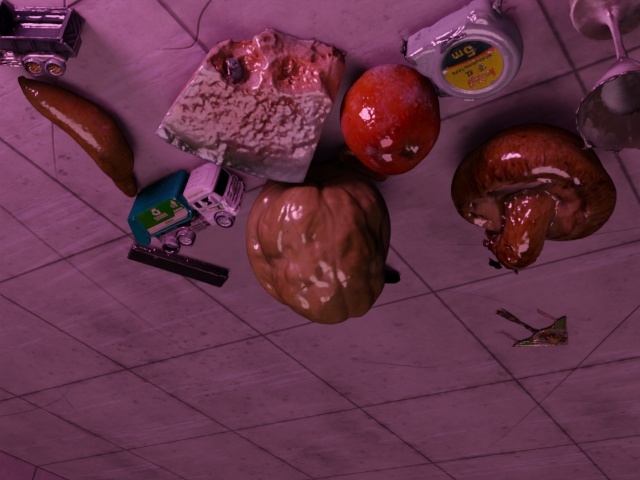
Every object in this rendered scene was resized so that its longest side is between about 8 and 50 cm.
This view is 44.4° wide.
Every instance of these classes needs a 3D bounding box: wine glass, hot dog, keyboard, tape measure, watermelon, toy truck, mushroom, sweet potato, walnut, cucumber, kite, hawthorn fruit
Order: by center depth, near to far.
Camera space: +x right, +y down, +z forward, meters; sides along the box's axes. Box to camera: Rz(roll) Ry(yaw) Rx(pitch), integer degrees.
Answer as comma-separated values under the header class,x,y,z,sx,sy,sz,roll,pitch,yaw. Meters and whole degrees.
class,x,y,z,sx,sy,sz,roll,pitch,yaw
wine glass,0.414,-0.253,1.079,0.156,0.232,0.156,3,143,3
tape measure,0.290,-0.315,1.139,0.330,0.084,0.164,-22,138,32
toy truck,-0.474,-0.322,1.241,0.192,0.083,0.092,2,145,3
hawthorn fruit,0.112,-0.192,1.264,0.172,0.173,0.173,4,145,3
watermelon,-0.124,-0.205,1.294,0.264,0.151,0.302,18,143,-16
mushroom,0.360,-0.079,1.362,0.263,0.195,0.283,18,127,-3
sweet potato,-0.406,-0.183,1.439,0.108,0.079,0.346,19,156,34
walnut,0.001,0.001,1.440,0.282,0.253,0.277,15,125,51
hot dog,0.084,-0.145,1.453,0.122,0.037,0.049,24,130,-31
toy truck,-0.271,-0.064,1.553,0.253,0.114,0.124,-23,129,33
cucumber,0.110,0.078,1.717,0.184,0.036,0.033,4,-179,-38
keyboard,-0.327,0.057,1.806,0.231,0.023,0.072,19,150,-17
kite,0.516,0.218,1.920,0.244,0.006,0.198,24,141,-24
